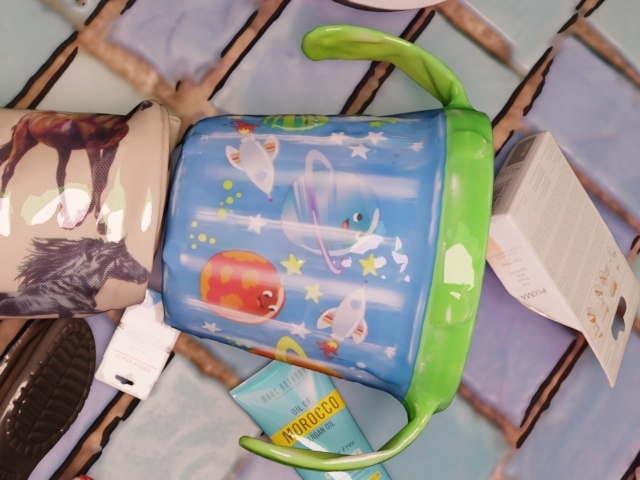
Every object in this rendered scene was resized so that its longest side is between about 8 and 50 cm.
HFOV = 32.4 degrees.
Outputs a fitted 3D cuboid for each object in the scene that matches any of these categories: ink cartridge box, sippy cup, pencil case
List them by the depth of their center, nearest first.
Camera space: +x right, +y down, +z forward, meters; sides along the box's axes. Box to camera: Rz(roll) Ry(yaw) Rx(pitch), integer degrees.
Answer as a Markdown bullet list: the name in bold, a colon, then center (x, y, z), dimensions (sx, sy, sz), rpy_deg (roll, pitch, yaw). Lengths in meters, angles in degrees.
- **pencil case**: center (-0.306, -0.031, 0.809), dimensions (0.410, 0.160, 0.183), rpy_deg (0, 55, -11)
- **sippy cup**: center (0.000, 0.000, 0.843), dimensions (0.224, 0.240, 0.305), rpy_deg (9, 40, 0)
- **ink cartridge box**: center (-0.145, 0.083, 0.899), dimensions (0.048, 0.028, 0.083), rpy_deg (26, 82, -8)
- **ink cartridge box**: center (0.202, 0.016, 0.928), dimensions (0.179, 0.045, 0.145), rpy_deg (57, 38, -18)

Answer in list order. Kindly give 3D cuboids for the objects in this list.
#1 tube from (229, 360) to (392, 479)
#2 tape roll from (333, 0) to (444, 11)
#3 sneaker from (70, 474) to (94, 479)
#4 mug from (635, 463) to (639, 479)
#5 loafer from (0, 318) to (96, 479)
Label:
- **tube**: center (0.015, 0.187, 0.916), dimensions (0.080, 0.052, 0.207), rpy_deg (-35, 87, -21)
- **tape roll**: center (0.059, -0.300, 0.912), dimensions (0.219, 0.072, 0.219), rpy_deg (-1, 102, -7)
- **sneaker**: center (-0.240, 0.278, 0.841), dimensions (0.092, 0.088, 0.225), rpy_deg (33, 81, -5)
- **mug**: center (0.360, 0.181, 0.961), dimensions (0.169, 0.150, 0.113), rpy_deg (-32, 129, -6)
- **loafer**: center (-0.255, 0.145, 0.849), dimensions (0.078, 0.080, 0.220), rpy_deg (18, 67, 29)
